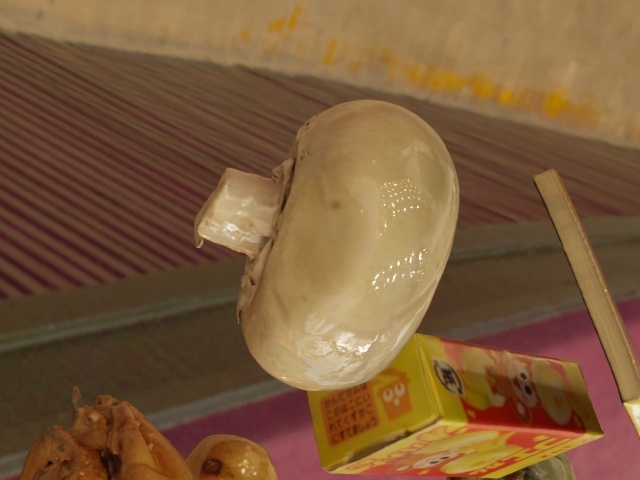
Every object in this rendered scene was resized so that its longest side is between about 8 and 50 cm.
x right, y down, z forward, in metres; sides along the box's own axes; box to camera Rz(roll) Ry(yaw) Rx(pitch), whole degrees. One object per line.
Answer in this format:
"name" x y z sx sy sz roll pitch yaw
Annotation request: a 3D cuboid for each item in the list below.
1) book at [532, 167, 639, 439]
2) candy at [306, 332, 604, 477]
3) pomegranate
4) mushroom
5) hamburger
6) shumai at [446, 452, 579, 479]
"book" 0.284 0.144 1.038 0.028 0.262 0.374 -24 130 11
"candy" 0.133 0.164 1.127 0.276 0.088 0.146 13 144 -44
"pomegranate" -0.150 0.413 1.943 0.196 0.196 0.196 -31 134 -39
"mushroom" 0.000 0.000 0.955 0.202 0.246 0.246 15 102 -13
"hamburger" -0.187 0.297 1.047 0.170 0.290 0.314 -2 105 -23
"shumai" 0.242 0.381 1.530 0.309 0.304 0.263 -11 122 -16
